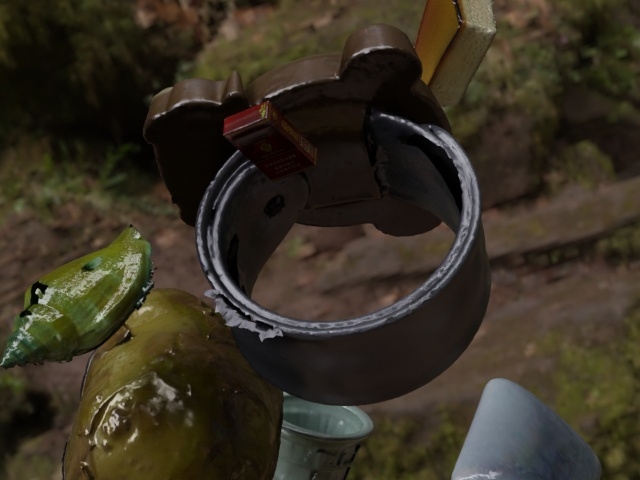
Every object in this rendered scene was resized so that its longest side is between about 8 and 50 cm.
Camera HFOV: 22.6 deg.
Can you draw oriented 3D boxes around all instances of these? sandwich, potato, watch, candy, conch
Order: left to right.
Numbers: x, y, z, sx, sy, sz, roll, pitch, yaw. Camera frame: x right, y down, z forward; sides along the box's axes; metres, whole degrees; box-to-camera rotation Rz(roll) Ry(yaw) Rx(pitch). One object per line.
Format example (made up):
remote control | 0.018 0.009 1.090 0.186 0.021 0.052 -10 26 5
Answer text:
conch | -0.241 0.067 1.596 0.200 0.079 0.095 -37 62 -15
potato | -0.138 0.187 1.763 0.196 0.246 0.300 -33 36 52
watch | 0.000 0.000 1.633 0.335 0.314 0.327 -8 54 5
sandwich | 0.147 -0.244 1.878 0.058 0.162 0.193 16 42 -13
candy | 0.185 0.211 1.434 0.071 0.138 0.174 -46 6 31

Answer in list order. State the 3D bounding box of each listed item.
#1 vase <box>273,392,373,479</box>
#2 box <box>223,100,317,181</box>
vase | -0.034 0.353 2.015 0.143 0.299 0.143 11 15 -3
box | -0.046 -0.091 1.493 0.051 0.082 0.023 -21 47 28
